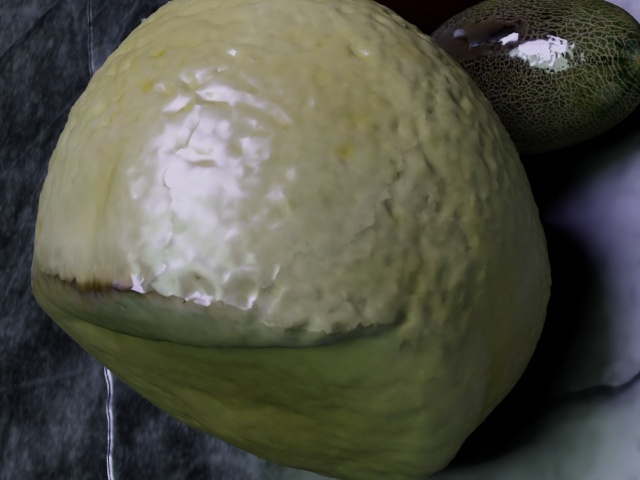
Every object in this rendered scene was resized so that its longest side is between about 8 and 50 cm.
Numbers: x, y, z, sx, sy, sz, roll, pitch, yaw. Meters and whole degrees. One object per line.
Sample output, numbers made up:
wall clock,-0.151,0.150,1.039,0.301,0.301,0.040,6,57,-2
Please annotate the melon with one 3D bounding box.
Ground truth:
melon,0.129,-0.102,0.771,0.162,0.099,0.099,-1,75,46

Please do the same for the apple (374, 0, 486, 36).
apple,0.031,-0.228,0.841,0.234,0.234,0.234,-21,61,44

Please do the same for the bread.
bread,-0.018,-0.003,0.761,0.320,0.320,0.237,8,59,51
